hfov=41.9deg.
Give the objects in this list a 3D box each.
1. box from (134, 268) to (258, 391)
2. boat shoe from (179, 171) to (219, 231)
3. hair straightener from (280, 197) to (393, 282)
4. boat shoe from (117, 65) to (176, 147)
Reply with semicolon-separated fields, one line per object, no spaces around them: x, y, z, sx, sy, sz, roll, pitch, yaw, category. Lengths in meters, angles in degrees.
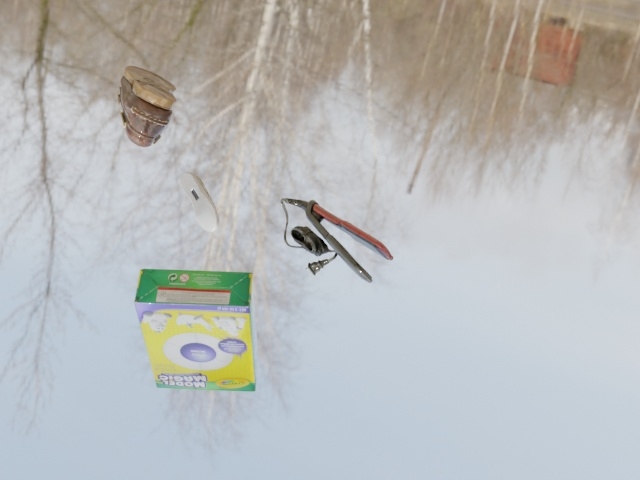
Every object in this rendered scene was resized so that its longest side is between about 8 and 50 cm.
-0.114;0.096;0.804;0.105;0.179;0.043;2;-127;0;box
-0.175;-0.058;1.255;0.100;0.035;0.035;58;-158;13;boat shoe
0.000;0.000;1.153;0.230;0.089;0.047;37;174;45;hair straightener
-0.228;-0.174;1.073;0.073;0.073;0.207;20;-165;-16;boat shoe
